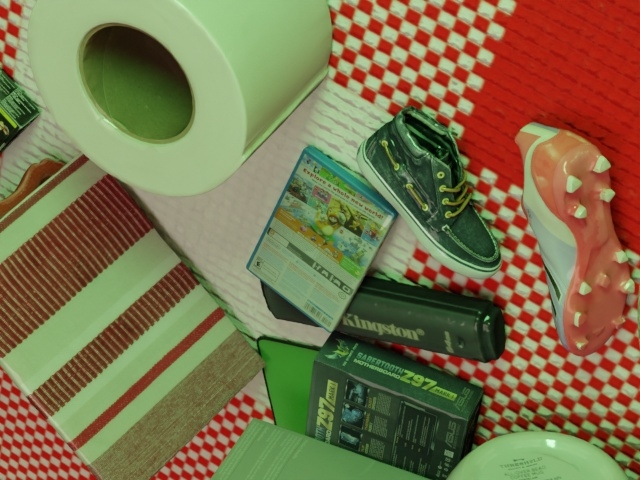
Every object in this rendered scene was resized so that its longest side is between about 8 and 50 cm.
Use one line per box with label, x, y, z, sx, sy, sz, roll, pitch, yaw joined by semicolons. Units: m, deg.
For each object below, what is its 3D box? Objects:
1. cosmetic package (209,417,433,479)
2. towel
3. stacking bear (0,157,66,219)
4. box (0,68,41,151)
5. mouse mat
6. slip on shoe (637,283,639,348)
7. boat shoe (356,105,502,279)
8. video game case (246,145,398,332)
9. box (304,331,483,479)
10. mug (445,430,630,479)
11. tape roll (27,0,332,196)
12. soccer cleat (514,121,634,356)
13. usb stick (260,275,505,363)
cosmetic package;0.002;0.300;1.824;0.238;0.127;0.107;20;134;19
towel;-0.243;0.095;1.847;0.329;0.237;0.037;52;156;-11
stacking bear;-0.394;0.034;1.970;0.289;0.175;0.164;-19;104;53
box;-0.435;-0.168;1.906;0.190;0.045;0.184;48;135;-6
mouse mat;0.004;0.196;1.920;0.152;0.007;0.189;11;130;28
slip on shoe;0.372;0.149;1.562;0.101;0.123;0.331;-19;109;0
boat shoe;0.119;-0.044;1.596;0.183;0.065;0.083;44;139;-2
video game case;0.000;0.000;1.717;0.119;0.015;0.166;37;124;15
box;0.074;0.226;1.850;0.183;0.059;0.232;19;133;15
mug;0.270;0.375;1.721;0.374;0.276;0.328;-1;121;-1
tape roll;-0.132;-0.187;1.582;0.246;0.169;0.246;19;133;21
soccer cleat;0.234;0.000;1.557;0.095;0.083;0.248;41;153;46
usb stick;0.062;0.074;1.749;0.278;0.045;0.077;10;129;28
